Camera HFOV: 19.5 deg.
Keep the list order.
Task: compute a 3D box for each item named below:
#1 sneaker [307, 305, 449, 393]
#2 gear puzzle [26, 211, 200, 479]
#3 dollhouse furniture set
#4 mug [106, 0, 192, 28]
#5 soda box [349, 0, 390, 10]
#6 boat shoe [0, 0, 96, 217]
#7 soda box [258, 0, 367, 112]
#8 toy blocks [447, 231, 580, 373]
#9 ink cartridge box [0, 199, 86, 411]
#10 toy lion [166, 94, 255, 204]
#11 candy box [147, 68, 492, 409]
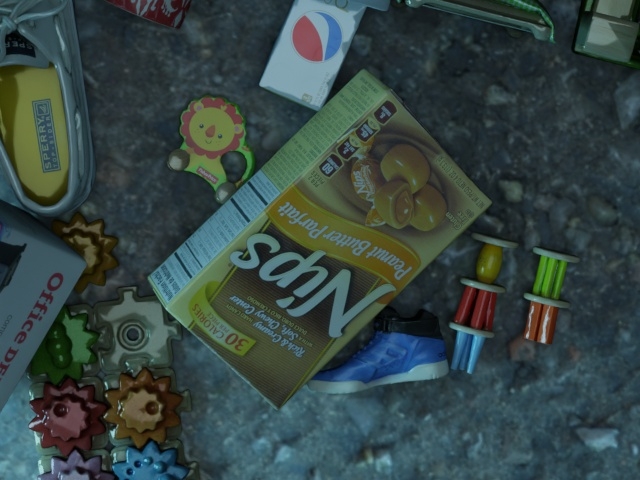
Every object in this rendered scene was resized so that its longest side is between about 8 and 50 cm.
[{"bbox_3d":[0.056,0.113,1.979,0.152,0.058,0.084,-9,94,1],"label":"sneaker"},{"bbox_3d":[-0.230,0.137,1.973,0.175,0.044,0.338,-7,96,-2],"label":"gear puzzle"},{"bbox_3d":[0.231,-0.276,1.879,0.302,0.197,0.151,14,96,-5],"label":"dollhouse furniture set"},{"bbox_3d":[-0.165,-0.317,1.917,0.113,0.150,0.169,15,101,-41],"label":"mug"},{"bbox_3d":[-0.061,-0.311,1.817,0.286,0.091,0.098,14,102,-15],"label":"soda box"},{"bbox_3d":[-0.313,-0.198,1.879,0.136,0.156,0.367,-10,96,-2],"label":"boat shoe"},{"bbox_3d":[0.009,-0.245,1.936,0.074,0.069,0.216,23,95,-5],"label":"soda box"},{"bbox_3d":[0.202,0.075,1.985,0.123,0.054,0.148,13,95,-4],"label":"toy blocks"},{"bbox_3d":[-0.415,0.043,1.827,0.306,0.131,0.226,26,96,-47],"label":"ink cartridge box"},{"bbox_3d":[-0.110,-0.100,1.965,0.100,0.034,0.096,36,85,-6],"label":"toy lion"},{"bbox_3d":[0.000,0.000,1.922,0.316,0.087,0.183,-45,118,1],"label":"candy box"}]
